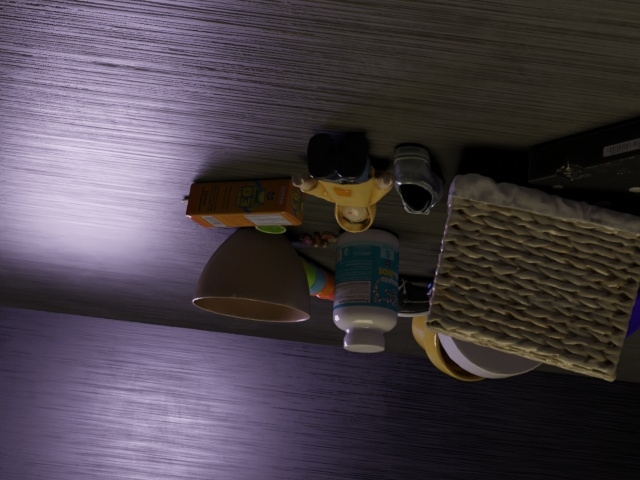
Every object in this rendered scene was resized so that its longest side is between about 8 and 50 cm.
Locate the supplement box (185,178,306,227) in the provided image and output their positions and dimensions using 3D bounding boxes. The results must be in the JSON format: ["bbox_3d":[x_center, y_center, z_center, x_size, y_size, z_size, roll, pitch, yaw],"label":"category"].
[{"bbox_3d":[-0.149,-0.074,1.577,0.234,0.078,0.080,-1,160,24],"label":"supplement box"}]

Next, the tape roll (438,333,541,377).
[{"bbox_3d":[0.423,0.183,1.886,0.287,0.286,0.100,8,164,-4],"label":"tape roll"}]

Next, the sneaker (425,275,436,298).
[{"bbox_3d":[0.340,0.168,2.121,0.121,0.079,0.216,8,123,13],"label":"sneaker"}]

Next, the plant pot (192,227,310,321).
[{"bbox_3d":[-0.154,0.078,1.920,0.284,0.190,0.284,7,164,2],"label":"plant pot"}]

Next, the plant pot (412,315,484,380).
[{"bbox_3d":[0.391,0.260,2.309,0.254,0.253,0.239,13,180,-21],"label":"plant pot"}]

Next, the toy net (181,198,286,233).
[{"bbox_3d":[-0.188,-0.061,1.699,0.232,0.045,0.122,6,165,3],"label":"toy net"}]

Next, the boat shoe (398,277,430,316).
[{"bbox_3d":[0.197,0.149,2.202,0.303,0.091,0.114,-2,-157,14],"label":"boat shoe"}]

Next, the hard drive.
[{"bbox_3d":[0.525,-0.092,1.244,0.339,0.064,0.237,18,161,-35],"label":"hard drive"}]

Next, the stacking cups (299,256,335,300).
[{"bbox_3d":[-0.024,0.106,2.169,0.096,0.095,0.316,-2,165,31],"label":"stacking cups"}]

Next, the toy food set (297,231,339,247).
[{"bbox_3d":[0.000,0.000,1.891,0.078,0.019,0.122,16,162,-32],"label":"toy food set"}]

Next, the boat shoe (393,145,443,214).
[{"bbox_3d":[0.165,-0.088,1.378,0.079,0.081,0.227,2,164,16],"label":"boat shoe"}]

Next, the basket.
[{"bbox_3d":[0.356,0.067,1.371,0.332,0.266,0.328,15,176,10],"label":"basket"}]

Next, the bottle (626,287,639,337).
[{"bbox_3d":[0.546,0.090,1.612,0.092,0.118,0.283,42,-171,-27],"label":"bottle"}]

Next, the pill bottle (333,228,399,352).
[{"bbox_3d":[0.103,0.115,1.791,0.146,0.263,0.146,3,163,1],"label":"pill bottle"}]

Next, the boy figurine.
[{"bbox_3d":[0.040,-0.096,1.392,0.177,0.092,0.285,2,161,8],"label":"boy figurine"}]
